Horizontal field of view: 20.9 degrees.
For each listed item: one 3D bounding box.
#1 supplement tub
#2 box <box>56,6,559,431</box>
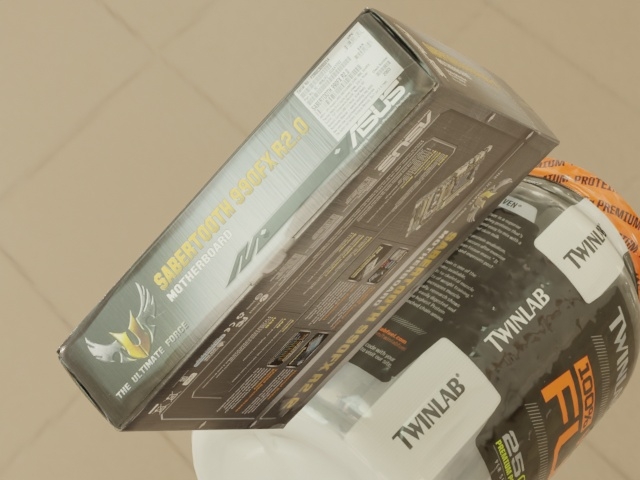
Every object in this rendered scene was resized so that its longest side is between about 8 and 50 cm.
[{"bbox_3d":[0.086,0.092,1.205,0.207,0.207,0.338,19,43,32],"label":"supplement tub"},{"bbox_3d":[0.000,0.000,0.881,0.231,0.183,0.056,-47,69,15],"label":"box"}]
